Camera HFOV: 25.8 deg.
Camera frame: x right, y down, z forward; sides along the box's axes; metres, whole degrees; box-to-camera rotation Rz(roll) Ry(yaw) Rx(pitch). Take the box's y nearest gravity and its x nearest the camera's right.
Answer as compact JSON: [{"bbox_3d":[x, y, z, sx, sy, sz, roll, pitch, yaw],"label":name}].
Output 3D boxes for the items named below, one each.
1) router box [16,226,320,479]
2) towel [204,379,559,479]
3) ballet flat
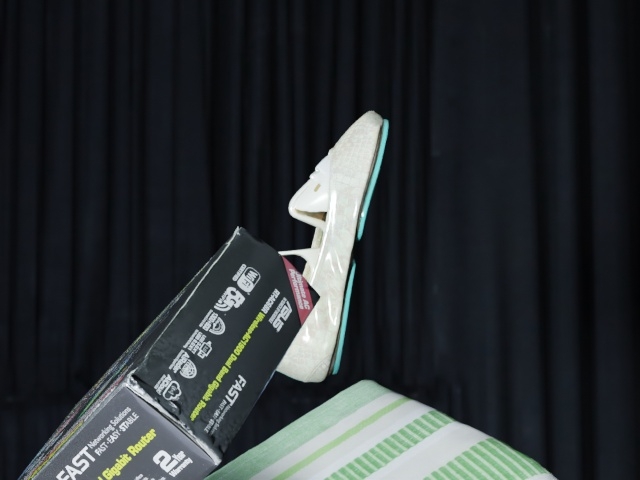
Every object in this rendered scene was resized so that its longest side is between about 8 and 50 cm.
[{"bbox_3d":[-0.060,0.063,0.462,0.122,0.038,0.092,-46,-174,36],"label":"router box"},{"bbox_3d":[0.027,0.216,1.096,0.247,0.038,0.325,-31,-159,-21],"label":"towel"},{"bbox_3d":[0.000,0.000,0.830,0.052,0.168,0.057,12,176,-6],"label":"ballet flat"}]
